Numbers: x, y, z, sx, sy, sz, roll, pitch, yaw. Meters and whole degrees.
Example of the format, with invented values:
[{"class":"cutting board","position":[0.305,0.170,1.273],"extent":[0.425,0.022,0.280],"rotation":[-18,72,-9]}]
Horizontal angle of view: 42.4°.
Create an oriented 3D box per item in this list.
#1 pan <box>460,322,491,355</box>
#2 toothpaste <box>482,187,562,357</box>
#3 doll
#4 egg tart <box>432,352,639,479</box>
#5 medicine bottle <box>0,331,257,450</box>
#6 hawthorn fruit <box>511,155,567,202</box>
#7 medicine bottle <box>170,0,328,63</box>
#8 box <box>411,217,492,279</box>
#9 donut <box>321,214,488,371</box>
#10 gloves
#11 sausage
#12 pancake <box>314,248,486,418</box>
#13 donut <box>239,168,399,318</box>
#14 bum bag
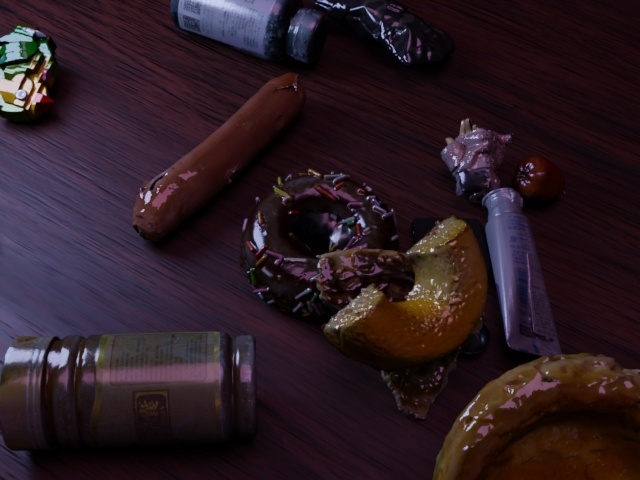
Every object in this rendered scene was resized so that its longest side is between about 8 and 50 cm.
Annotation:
[{"class":"pan","position":[0.221,0.129,1.277],"extent":[0.068,0.023,0.115],"rotation":[-8,57,-8]},{"class":"toothpaste","position":[0.315,0.052,1.315],"extent":[0.114,0.073,0.299],"rotation":[18,50,-28]},{"class":"doll","position":[-0.546,-0.304,1.499],"extent":[0.134,0.106,0.186],"rotation":[-10,71,-5]},{"class":"egg tart","position":[0.307,0.317,1.006],"extent":[0.388,0.169,0.387],"rotation":[0,90,-8]},{"class":"medicine bottle","position":[-0.248,0.201,1.113],"extent":[0.323,0.151,0.151],"rotation":[-1,53,-5]},{"class":"hawthorn fruit","position":[0.385,-0.101,1.436],"extent":[0.093,0.081,0.081],"rotation":[21,49,-25]},{"class":"medicine bottle","position":[-0.134,-0.435,1.603],"extent":[0.293,0.141,0.141],"rotation":[22,55,13]},{"class":"box","position":[0.216,0.016,1.364],"extent":[0.125,0.027,0.126],"rotation":[1,52,-7]},{"class":"donut","position":[0.149,0.095,1.148],"extent":[0.259,0.101,0.152],"rotation":[-42,100,-16]},{"class":"gloves","position":[0.272,-0.134,1.438],"extent":[0.110,0.094,0.144],"rotation":[7,72,31]},{"class":"sausage","position":[-0.167,-0.151,1.420],"extent":[0.094,0.094,0.419],"rotation":[2,40,49]},{"class":"pancake","position":[0.114,0.136,1.208],"extent":[0.266,0.057,0.244],"rotation":[3,83,-13]},{"class":"donut","position":[0.000,0.000,1.313],"extent":[0.270,0.103,0.269],"rotation":[3,54,-4]},{"class":"bum bag","position":[0.115,-0.449,1.662],"extent":[0.340,0.095,0.144],"rotation":[40,45,21]}]
